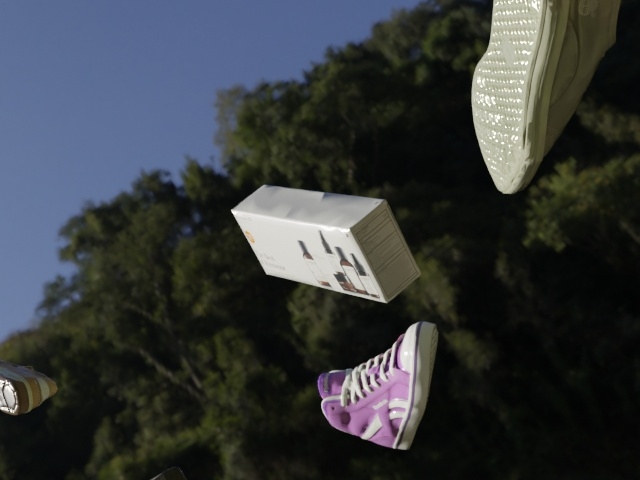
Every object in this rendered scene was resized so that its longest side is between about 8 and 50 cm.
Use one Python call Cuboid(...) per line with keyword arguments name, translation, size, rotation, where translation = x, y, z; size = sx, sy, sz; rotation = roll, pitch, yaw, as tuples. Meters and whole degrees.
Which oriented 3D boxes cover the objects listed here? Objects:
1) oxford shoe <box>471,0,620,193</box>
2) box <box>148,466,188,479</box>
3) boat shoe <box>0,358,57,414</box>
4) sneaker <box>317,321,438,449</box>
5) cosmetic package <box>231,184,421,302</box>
Cuboid(name="oxford shoe", translation=(0.274, -0.205, 1.426), size=(0.130, 0.169, 0.449), rotation=(-17, -30, -12))
Cuboid(name="box", translation=(-0.050, 0.309, 0.815), size=(0.076, 0.242, 0.307), rotation=(-29, -22, -8))
Cuboid(name="boat shoe", translation=(-0.414, 0.190, 1.559), size=(0.072, 0.190, 0.068), rotation=(-15, -71, -39))
Cuboid(name="sneaker", translation=(0.078, 0.209, 1.707), size=(0.161, 0.102, 0.282), rotation=(14, -43, 2))
Cuboid(name="cosmetic package", translation=(0.000, 0.000, 1.298), size=(0.060, 0.239, 0.099), rotation=(-37, -66, -25))
